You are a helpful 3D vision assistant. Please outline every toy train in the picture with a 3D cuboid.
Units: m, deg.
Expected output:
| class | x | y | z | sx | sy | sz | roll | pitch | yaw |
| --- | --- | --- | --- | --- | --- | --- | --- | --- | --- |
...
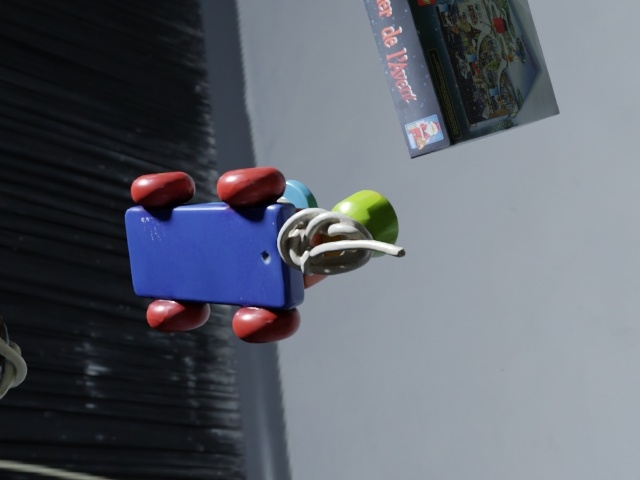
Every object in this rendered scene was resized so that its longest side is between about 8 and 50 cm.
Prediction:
| class | x | y | z | sx | sy | sz | roll | pitch | yaw |
| --- | --- | --- | --- | --- | --- | --- | --- | --- | --- |
| toy train | 0.000 | 0.000 | 0.655 | 0.248 | 0.143 | 0.105 | 1 | 100 | 43 |

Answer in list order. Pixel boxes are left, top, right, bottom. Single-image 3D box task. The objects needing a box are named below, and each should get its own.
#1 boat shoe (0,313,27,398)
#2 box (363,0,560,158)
| class | x | y | z | sx | sy | sz | roll | pitch | yaw |
| --- | --- | --- | --- | --- | --- | --- | --- | --- | --- |
| boat shoe | -0.118 | 0.039 | 0.279 | 0.065 | 0.206 | 0.075 | 1 | 42 | 9 |
| box | 0.102 | -0.194 | 0.817 | 0.044 | 0.159 | 0.233 | -14 | 93 | 46 |
